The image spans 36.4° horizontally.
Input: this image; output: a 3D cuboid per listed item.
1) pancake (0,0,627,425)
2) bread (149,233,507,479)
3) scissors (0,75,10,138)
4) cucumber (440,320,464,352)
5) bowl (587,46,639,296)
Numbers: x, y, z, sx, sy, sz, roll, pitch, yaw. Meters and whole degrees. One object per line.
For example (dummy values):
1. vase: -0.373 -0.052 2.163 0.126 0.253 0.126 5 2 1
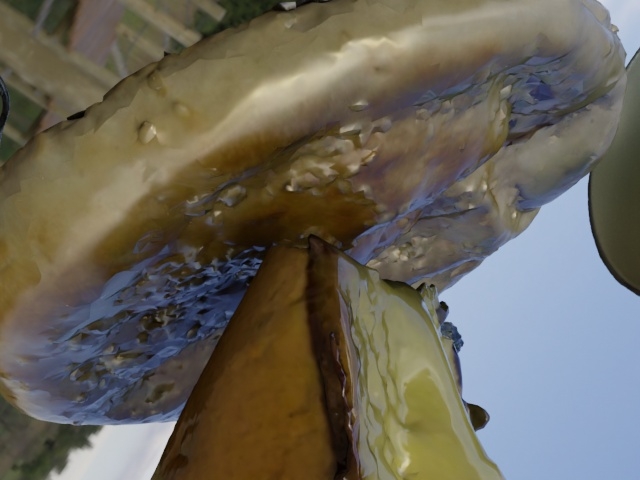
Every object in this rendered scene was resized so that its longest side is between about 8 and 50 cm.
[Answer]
1. pancake: -0.001 0.000 0.528 0.386 0.082 0.387 -23 157 -10
2. bread: 0.008 0.138 0.402 0.162 0.262 0.204 -20 162 14
3. scissors: -0.381 -0.070 1.116 0.109 0.300 0.022 -17 175 -36
4. cucumber: 0.056 0.144 1.319 0.096 0.359 0.096 12 -76 60
5. bowl: 0.332 -0.062 0.779 0.237 0.126 0.238 -173 -90 -74
